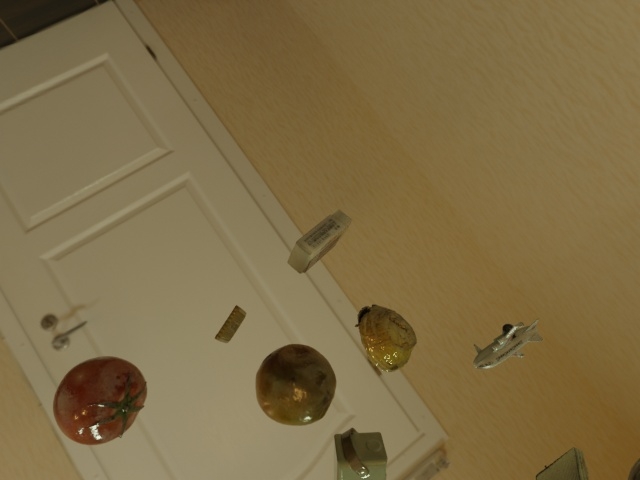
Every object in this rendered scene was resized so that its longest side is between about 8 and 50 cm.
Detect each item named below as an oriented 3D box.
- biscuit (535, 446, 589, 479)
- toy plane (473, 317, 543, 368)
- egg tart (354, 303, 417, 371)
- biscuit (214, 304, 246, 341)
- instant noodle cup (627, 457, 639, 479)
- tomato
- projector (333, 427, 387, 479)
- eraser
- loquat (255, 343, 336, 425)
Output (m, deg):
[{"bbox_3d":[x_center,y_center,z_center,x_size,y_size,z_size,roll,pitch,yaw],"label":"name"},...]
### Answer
[{"bbox_3d":[0.694,0.698,1.207,0.121,0.041,0.199,-63,174,-52],"label":"biscuit"},{"bbox_3d":[0.421,0.237,0.950,0.171,0.065,0.162,-26,136,5],"label":"toy plane"},{"bbox_3d":[0.221,0.298,1.314,0.098,0.252,0.231,-36,-146,34],"label":"egg tart"},{"bbox_3d":[-0.400,0.386,1.893,0.172,0.029,0.254,-58,174,-15],"label":"biscuit"},{"bbox_3d":[0.972,0.697,1.105,0.217,0.207,0.217,-58,178,-3],"label":"instant noodle cup"},{"bbox_3d":[-0.704,0.501,1.329,0.265,0.265,0.265,-35,171,-6],"label":"tomato"},{"bbox_3d":[0.138,0.799,1.483,0.177,0.242,0.163,-2,-162,-4],"label":"projector"},{"bbox_3d":[0.000,0.000,1.566,0.279,0.081,0.124,-40,164,-42],"label":"eraser"},{"bbox_3d":[-0.081,0.500,1.433,0.284,0.276,0.276,13,-152,38],"label":"loquat"}]
